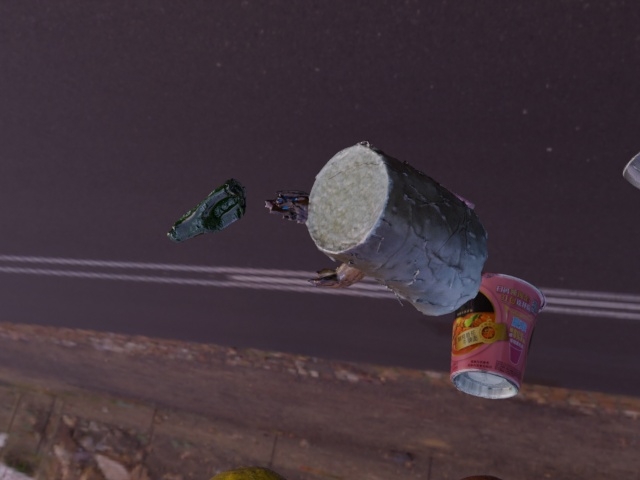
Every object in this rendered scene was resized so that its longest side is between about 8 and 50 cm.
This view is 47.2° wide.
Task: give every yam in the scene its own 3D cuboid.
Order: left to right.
[{"bbox_3d":[0.140,-0.018,1.332,0.241,0.241,0.348,-7,157,38],"label":"yam"}]

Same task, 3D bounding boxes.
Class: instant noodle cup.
[{"bbox_3d":[0.419,0.239,1.788,0.243,0.255,0.244,12,149,7],"label":"instant noodle cup"}]

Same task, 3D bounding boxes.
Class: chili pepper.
[{"bbox_3d":[-0.262,-0.068,1.706,0.062,0.216,0.108,44,164,42],"label":"chili pepper"}]

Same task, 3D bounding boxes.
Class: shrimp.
[{"bbox_3d":[0.000,0.000,1.616,0.290,0.054,0.222,19,115,-9],"label":"shrimp"}]

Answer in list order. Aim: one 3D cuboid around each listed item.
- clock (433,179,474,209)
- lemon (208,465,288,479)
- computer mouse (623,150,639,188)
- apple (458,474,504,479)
[{"bbox_3d":[0.363,-0.115,2.300,0.197,0.150,0.063,35,127,32],"label":"clock"},{"bbox_3d":[-0.148,0.588,1.463,0.268,0.268,0.322,10,124,5],"label":"lemon"},{"bbox_3d":[0.944,-0.162,1.883,0.379,0.090,0.167,9,139,-24],"label":"computer mouse"},{"bbox_3d":[0.385,0.719,1.805,0.309,0.278,0.250,-12,-178,-14],"label":"apple"}]
